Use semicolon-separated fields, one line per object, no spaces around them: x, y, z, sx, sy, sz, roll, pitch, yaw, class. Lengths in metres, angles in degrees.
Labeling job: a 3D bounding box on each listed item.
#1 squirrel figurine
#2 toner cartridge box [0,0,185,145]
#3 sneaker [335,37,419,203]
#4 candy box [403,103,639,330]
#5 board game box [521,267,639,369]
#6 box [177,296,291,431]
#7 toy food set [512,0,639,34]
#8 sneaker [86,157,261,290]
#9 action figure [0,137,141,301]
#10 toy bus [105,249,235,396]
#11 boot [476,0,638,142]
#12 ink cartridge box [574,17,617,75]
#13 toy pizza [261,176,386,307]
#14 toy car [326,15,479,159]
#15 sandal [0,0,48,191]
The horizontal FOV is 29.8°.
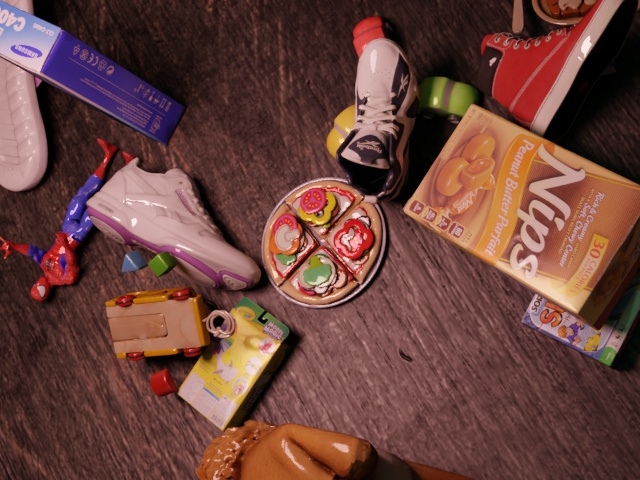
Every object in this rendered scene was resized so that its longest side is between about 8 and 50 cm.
-0.044;0.427;1.512;0.397;0.281;0.370;6;75;36;squirrel figurine
-0.366;-0.254;1.837;0.165;0.348;0.075;26;89;27;toner cartridge box
0.079;-0.158;1.679;0.094;0.153;0.235;10;108;9;sneaker
0.285;-0.037;1.612;0.316;0.087;0.183;33;92;40;candy box
0.376;0.053;1.608;0.136;0.035;0.201;26;87;27;board game box
-0.123;0.183;1.786;0.105;0.043;0.179;35;94;28;box
0.359;-0.363;1.709;0.192;0.038;0.132;-9;56;21;toy food set
-0.209;-0.032;1.841;0.305;0.114;0.152;28;68;18;sneaker
-0.409;-0.034;1.920;0.091;0.139;0.280;27;90;28;action figure
-0.220;0.117;1.808;0.202;0.104;0.191;40;115;12;toy bus
0.315;-0.279;1.663;0.176;0.088;0.244;47;122;29;boot
0.387;-0.274;1.695;0.048;0.028;0.083;-11;73;20;ink cartridge box
0.000;0.000;1.787;0.201;0.032;0.201;-6;74;22;toy pizza
0.124;-0.222;1.781;0.225;0.053;0.239;10;80;25;toy car
-0.520;-0.288;2.060;0.169;0.102;0.416;-7;86;37;sandal
